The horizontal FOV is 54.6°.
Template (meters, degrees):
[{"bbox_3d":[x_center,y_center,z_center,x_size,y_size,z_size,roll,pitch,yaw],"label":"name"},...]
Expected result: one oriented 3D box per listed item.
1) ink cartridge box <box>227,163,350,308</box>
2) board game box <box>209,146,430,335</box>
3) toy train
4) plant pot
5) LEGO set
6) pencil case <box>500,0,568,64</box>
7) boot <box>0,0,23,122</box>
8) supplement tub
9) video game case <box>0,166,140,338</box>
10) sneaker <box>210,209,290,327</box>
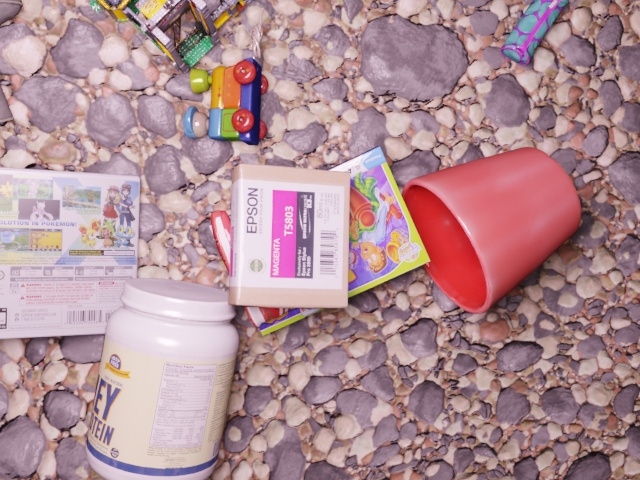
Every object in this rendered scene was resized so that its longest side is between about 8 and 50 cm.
[{"bbox_3d":[-0.053,-0.004,1.047,0.193,0.088,0.235,2,85,-17],"label":"ink cartridge box"},{"bbox_3d":[0.000,0.000,1.177,0.347,0.078,0.233,-25,97,5],"label":"board game box"},{"bbox_3d":[-0.177,-0.305,1.157,0.143,0.105,0.248,2,90,10],"label":"toy train"},{"bbox_3d":[0.324,-0.039,1.161,0.243,0.275,0.275,-27,97,-12],"label":"plant pot"},{"bbox_3d":[-0.237,-0.464,1.065,0.331,0.192,0.255,-37,90,-2],"label":"LEGO set"},{"bbox_3d":[0.422,-0.424,1.226,0.064,0.070,0.152,32,91,-9],"label":"pencil case"},{"bbox_3d":[-0.593,-0.316,1.105,0.189,0.076,0.209,-23,104,-23],"label":"boot"},{"bbox_3d":[-0.275,0.245,1.110,0.235,0.235,0.325,10,93,-8],"label":"supplement tub"},{"bbox_3d":[-0.496,0.024,1.111,0.329,0.036,0.300,1,95,-28],"label":"video game case"},{"bbox_3d":[-0.107,0.033,1.117,0.128,0.087,0.221,-23,101,-10],"label":"sneaker"}]
